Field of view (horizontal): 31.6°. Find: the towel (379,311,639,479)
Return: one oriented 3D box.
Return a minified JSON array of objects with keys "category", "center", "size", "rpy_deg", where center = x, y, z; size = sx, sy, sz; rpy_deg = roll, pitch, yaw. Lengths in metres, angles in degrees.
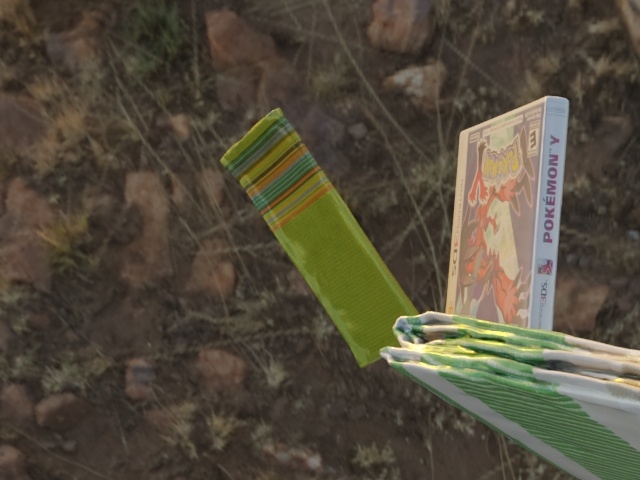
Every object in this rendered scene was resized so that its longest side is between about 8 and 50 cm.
[{"category":"towel","center":[0.219,0.110,0.589],"size":[0.325,0.248,0.038],"rpy_deg":[2,64,48]}]

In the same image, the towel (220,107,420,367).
[{"category":"towel","center":[0.000,0.000,1.016],"size":[0.021,0.102,0.237],"rpy_deg":[-31,85,-38]}]

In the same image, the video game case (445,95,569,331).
[{"category":"video game case","center":[0.146,-0.011,0.917],"size":[0.023,0.201,0.183],"rpy_deg":[6,87,-12]}]
